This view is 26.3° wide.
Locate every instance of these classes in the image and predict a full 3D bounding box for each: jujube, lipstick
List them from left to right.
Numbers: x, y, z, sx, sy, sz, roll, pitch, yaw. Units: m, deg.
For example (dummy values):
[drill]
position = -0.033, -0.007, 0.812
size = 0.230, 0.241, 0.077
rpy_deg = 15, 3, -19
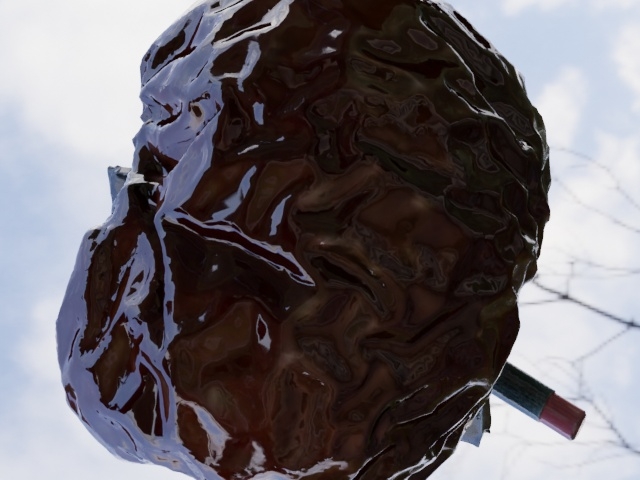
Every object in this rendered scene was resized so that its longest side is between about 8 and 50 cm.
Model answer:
[jujube]
position = 0.000, 0.000, 0.601
size = 0.213, 0.213, 0.232
rpy_deg = 22, -105, -32
[lipstick]
position = 0.135, 0.111, 1.229
size = 0.234, 0.053, 0.053
rpy_deg = 33, -111, 0

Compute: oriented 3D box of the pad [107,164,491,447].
[pad]
position = -0.011, 0.038, 0.819
size = 0.022, 0.233, 0.174
rpy_deg = -55, -37, -52
